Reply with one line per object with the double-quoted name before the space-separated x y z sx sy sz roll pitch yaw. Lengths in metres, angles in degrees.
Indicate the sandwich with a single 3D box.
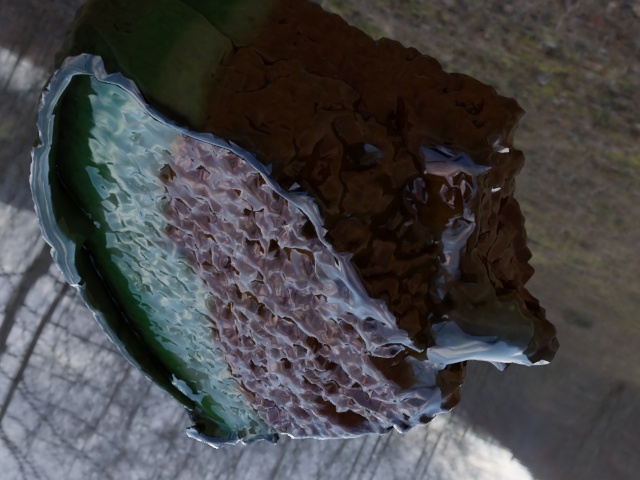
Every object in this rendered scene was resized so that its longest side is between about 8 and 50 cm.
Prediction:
"sandwich" -0.012 -0.007 0.423 0.212 0.109 0.292 0 143 26
